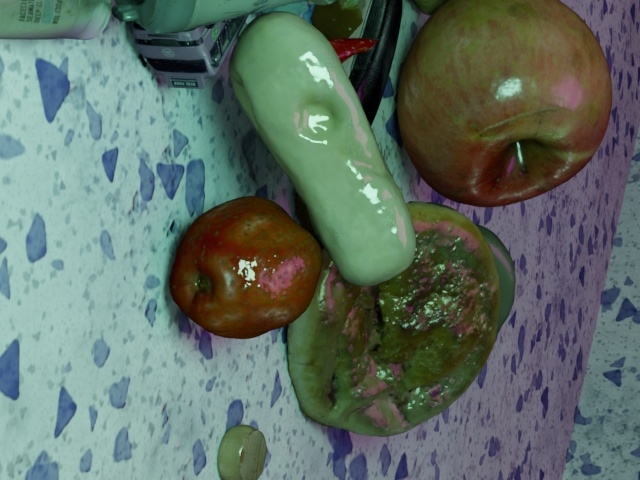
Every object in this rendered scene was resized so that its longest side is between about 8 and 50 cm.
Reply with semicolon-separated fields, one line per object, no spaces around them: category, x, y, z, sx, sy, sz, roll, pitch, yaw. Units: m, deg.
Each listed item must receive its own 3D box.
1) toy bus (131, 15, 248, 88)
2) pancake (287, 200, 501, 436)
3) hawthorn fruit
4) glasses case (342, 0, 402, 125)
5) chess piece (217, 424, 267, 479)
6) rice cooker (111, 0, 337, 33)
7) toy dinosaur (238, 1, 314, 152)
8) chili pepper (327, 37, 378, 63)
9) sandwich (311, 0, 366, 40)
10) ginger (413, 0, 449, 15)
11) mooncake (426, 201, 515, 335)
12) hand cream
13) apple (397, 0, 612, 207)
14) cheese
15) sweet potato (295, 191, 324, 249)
toy bus;-0.141;-0.273;1.490;0.108;0.096;0.199;76;27;-44
pancake;0.116;0.125;1.921;0.387;0.082;0.387;-9;113;-24
hawthorn fruit;-0.093;0.038;1.557;0.189;0.189;0.189;4;90;-65
glasses case;0.071;-0.285;1.957;0.122;0.075;0.314;76;27;-62
chess piece;-0.105;0.290;1.722;0.083;0.038;0.084;-25;118;-61
rice cooker;-0.088;-0.353;1.310;0.316;0.316;0.264;-47;135;-54
toy dinosaur;-0.051;-0.282;1.690;0.144;0.076;0.329;10;98;-65
chili pepper;0.022;-0.269;1.838;0.178;0.027;0.045;-19;74;-34
sandwich;0.020;-0.373;1.826;0.244;0.088;0.090;61;40;-49
ginger;0.173;-0.447;2.175;0.190;0.069;0.095;42;32;-59
mooncake;0.182;0.071;2.065;0.135;0.275;0.275;-112;-165;-68
hand cream;-0.312;-0.228;1.158;0.312;0.070;0.111;-11;106;-61
apple;0.300;-0.250;2.156;0.364;0.364;0.364;4;90;-65
cheese;-0.007;-0.137;1.636;0.351;0.129;0.328;62;2;-16
sweet potato;0.004;-0.001;1.891;0.081;0.062;0.233;-32;127;-42
